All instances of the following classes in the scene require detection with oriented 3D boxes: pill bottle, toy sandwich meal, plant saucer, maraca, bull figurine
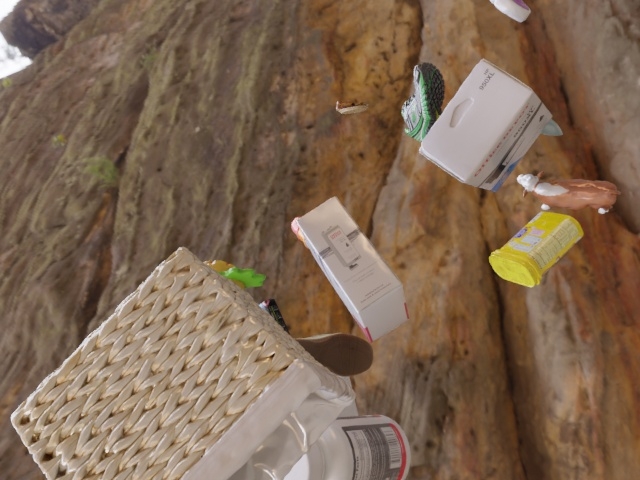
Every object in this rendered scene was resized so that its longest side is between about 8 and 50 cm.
[{"bbox_3d":[0.040,0.478,1.273,0.318,0.176,0.176,14,-125,-45],"label":"pill bottle"},{"bbox_3d":[0.082,-0.347,1.498,0.085,0.085,0.029,-33,-65,-79],"label":"toy sandwich meal"},{"bbox_3d":[0.683,-0.381,1.858,0.195,0.195,0.037,-82,3,-67],"label":"plant saucer"},{"bbox_3d":[-0.205,0.088,1.208,0.127,0.185,0.099,32,-132,-58],"label":"maraca"},{"bbox_3d":[0.798,-0.151,1.883,0.188,0.310,0.101,20,-98,-65],"label":"bull figurine"}]

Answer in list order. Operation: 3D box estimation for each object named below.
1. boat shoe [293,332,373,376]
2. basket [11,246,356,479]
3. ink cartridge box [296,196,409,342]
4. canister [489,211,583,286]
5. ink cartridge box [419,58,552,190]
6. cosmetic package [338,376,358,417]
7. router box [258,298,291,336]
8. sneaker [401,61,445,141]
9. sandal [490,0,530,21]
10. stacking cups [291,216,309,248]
[{"bbox_3d":[-0.003,0.272,1.404,0.089,0.285,0.105,-10,73,60],"label":"boat shoe"},{"bbox_3d":[-0.166,0.239,0.812,0.266,0.331,0.328,40,174,21],"label":"basket"},{"bbox_3d":[0.077,0.068,1.351,0.283,0.117,0.207,55,175,31],"label":"ink cartridge box"},{"bbox_3d":[0.477,0.015,1.282,0.073,0.170,0.126,56,165,-22],"label":"canister"},{"bbox_3d":[0.474,-0.303,1.630,0.166,0.285,0.395,41,-161,22],"label":"ink cartridge box"},{"bbox_3d":[0.054,0.566,2.021,0.117,0.085,0.231,-29,-65,-34],"label":"cosmetic package"},{"bbox_3d":[-0.143,0.234,1.600,0.038,0.092,0.122,-7,-115,-47],"label":"router box"},{"bbox_3d":[0.342,-0.467,2.016,0.134,0.146,0.343,-55,-27,-28],"label":"sneaker"},{"bbox_3d":[0.496,-0.770,1.643,0.169,0.102,0.416,8,-132,-38],"label":"sandal"},{"bbox_3d":[0.000,0.000,1.888,0.316,0.096,0.096,46,164,52],"label":"stacking cups"}]
